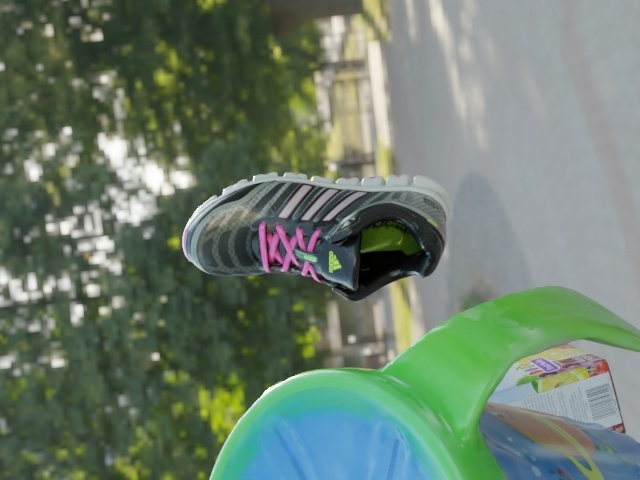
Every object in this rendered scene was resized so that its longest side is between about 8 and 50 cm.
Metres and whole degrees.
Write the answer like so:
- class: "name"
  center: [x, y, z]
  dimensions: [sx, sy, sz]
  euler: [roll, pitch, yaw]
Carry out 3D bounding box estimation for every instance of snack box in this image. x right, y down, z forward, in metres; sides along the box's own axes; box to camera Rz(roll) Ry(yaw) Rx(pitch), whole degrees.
- class: "snack box"
  center: [0.126, 0.146, 1.263]
  dimensions: [0.174, 0.207, 0.070]
  euler: [-164, 57, -83]

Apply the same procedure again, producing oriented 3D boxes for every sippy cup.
- class: "sippy cup"
  center: [0.086, 0.187, 0.844]
  dimensions: [0.305, 0.224, 0.240]
  euler: [-38, 59, 40]

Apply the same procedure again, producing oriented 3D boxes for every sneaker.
- class: "sneaker"
  center: [0.000, 0.000, 0.929]
  dimensions: [0.075, 0.170, 0.063]
  euler: [-98, 4, -59]
